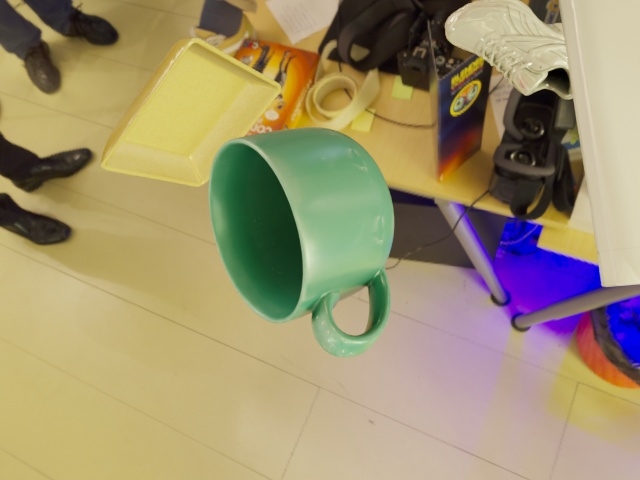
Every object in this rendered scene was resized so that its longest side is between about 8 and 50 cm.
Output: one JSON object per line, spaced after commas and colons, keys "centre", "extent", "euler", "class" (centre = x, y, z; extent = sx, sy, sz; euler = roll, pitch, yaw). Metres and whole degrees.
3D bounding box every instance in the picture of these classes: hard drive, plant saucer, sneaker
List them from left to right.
{"centre": [-0.289, -0.280, 1.190], "extent": [0.333, 0.333, 0.081], "euler": [-47, 70, 17], "class": "plant saucer"}
{"centre": [0.294, -0.275, 0.795], "extent": [0.232, 0.090, 0.115], "euler": [14, 69, -2], "class": "sneaker"}
{"centre": [0.378, -0.140, 0.534], "extent": [0.233, 0.047, 0.353], "euler": [-5, 82, 5], "class": "hard drive"}

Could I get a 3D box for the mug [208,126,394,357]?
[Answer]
{"centre": [-0.006, -0.004, 0.395], "extent": [0.097, 0.129, 0.158], "euler": [-18, 98, -34], "class": "mug"}
